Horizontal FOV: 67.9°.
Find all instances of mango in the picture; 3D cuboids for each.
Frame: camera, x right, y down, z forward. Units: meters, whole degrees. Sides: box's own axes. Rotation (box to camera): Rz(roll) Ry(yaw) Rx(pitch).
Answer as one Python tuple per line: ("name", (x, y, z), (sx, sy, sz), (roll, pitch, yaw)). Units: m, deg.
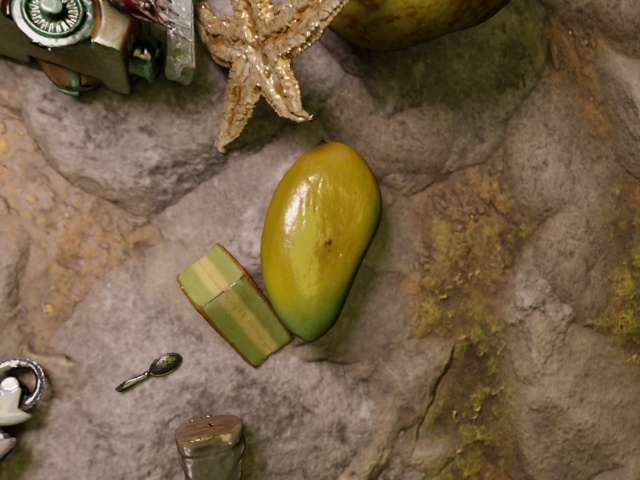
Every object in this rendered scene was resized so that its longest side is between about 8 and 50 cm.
("mango", (-0.005, -0.005, 0.576), (0.137, 0.091, 0.238), (27, 77, -14))

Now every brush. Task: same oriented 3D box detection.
("brush", (-0.208, 0.161, 0.576), (0.083, 0.008, 0.024), (-26, 101, -13))

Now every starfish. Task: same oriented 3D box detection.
("starfish", (-0.067, -0.231, 0.499), (0.048, 0.295, 0.231), (-22, 81, -43))

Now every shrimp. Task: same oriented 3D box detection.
("shrimp", (-0.174, -0.241, 0.427), (0.165, 0.056, 0.065), (43, 64, -14))

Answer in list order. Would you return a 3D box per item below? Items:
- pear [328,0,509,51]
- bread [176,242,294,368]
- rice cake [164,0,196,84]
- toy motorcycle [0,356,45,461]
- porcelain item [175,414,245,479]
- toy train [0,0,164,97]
("pear", (0.095, -0.348, 0.504), (0.283, 0.283, 0.284), (0, 92, -14))
("bread", (-0.104, 0.085, 0.599), (0.074, 0.084, 0.139), (-40, 131, -10))
("rice cake", (-0.159, -0.288, 0.546), (0.034, 0.043, 0.211), (1, 84, -19))
("toy motorcycle", (-0.414, 0.190, 0.484), (0.221, 0.102, 0.150), (8, 69, -17))
("porcelain item", (-0.122, 0.326, 0.572), (0.081, 0.069, 0.216), (-7, 92, -18))
("toy train", (-0.317, -0.259, 0.478), (0.326, 0.129, 0.160), (16, 82, -14))
